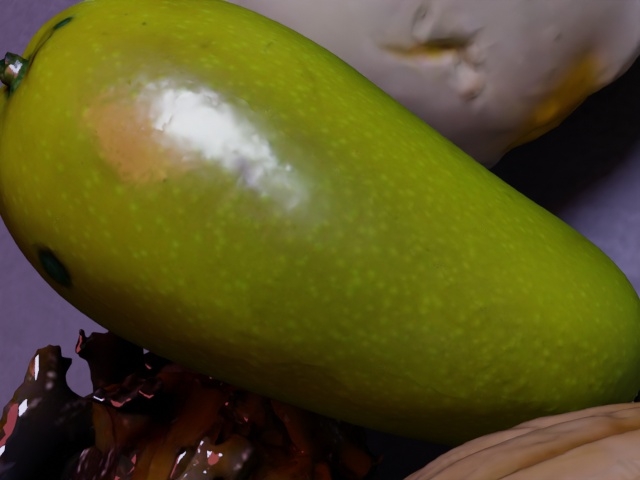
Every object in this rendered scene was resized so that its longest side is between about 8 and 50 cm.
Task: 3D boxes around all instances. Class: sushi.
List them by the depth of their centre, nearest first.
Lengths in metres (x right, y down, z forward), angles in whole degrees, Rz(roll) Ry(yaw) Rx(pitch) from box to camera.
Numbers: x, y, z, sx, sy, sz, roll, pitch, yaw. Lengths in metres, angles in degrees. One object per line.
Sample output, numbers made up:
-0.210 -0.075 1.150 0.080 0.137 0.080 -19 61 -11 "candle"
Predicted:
-0.045 0.149 0.771 0.204 0.200 0.213 12 72 35 "sushi"

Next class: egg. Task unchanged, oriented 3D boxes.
0.031 -0.200 0.851 0.283 0.283 0.345 -31 44 18 "egg"

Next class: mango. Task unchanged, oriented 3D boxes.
0.000 0.000 0.697 0.143 0.293 0.175 -63 2 10 "mango"

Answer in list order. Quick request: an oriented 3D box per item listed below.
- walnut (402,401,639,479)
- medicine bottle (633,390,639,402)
0.101 0.206 0.580 0.252 0.277 0.313 36 92 44 "walnut"
0.306 -0.058 0.700 0.426 0.108 0.108 -48 48 7 "medicine bottle"
